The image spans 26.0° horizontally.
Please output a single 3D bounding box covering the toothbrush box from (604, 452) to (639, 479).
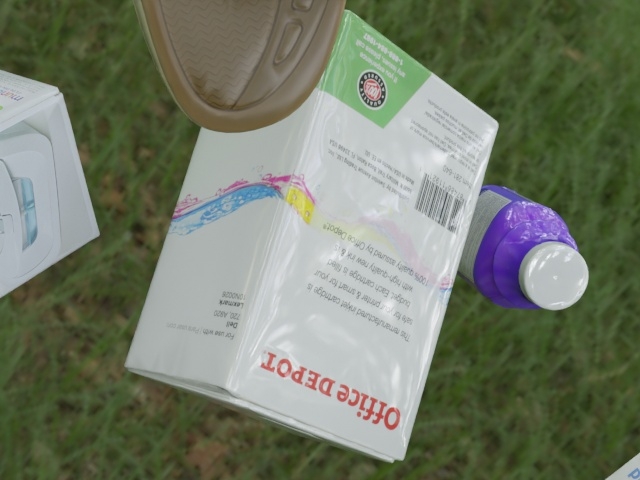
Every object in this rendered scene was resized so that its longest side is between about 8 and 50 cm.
[{"bbox_3d":[0.193,0.326,0.996,0.122,0.283,0.206,40,15,-31],"label":"toothbrush box"}]

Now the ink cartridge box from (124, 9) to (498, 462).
[{"bbox_3d":[0.000,0.000,1.014,0.117,0.278,0.201,6,-16,43],"label":"ink cartridge box"}]

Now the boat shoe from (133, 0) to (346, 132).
[{"bbox_3d":[-0.058,-0.201,0.636,0.109,0.302,0.098,-14,14,-20],"label":"boat shoe"}]

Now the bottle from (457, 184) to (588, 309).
[{"bbox_3d":[0.212,0.013,1.496,0.092,0.118,0.283,22,5,-11],"label":"bottle"}]

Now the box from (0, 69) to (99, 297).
[{"bbox_3d":[-0.331,-0.033,0.955,0.262,0.126,0.231,19,43,38],"label":"box"}]
